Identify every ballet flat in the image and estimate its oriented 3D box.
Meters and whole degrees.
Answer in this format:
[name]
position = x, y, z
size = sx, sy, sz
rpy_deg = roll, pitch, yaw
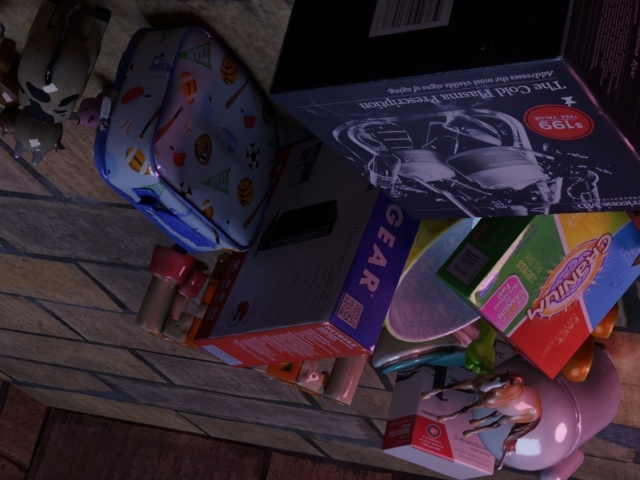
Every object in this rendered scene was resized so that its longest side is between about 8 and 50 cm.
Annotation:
[ballet flat]
position = 0.186, 0.156, 2.034
size = 0.139, 0.139, 0.400
rpy_deg = 2, 178, 29

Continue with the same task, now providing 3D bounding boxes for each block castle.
[block castle]
position = -0.109, 0.144, 2.237
size = 0.453, 0.212, 0.303
rpy_deg = 20, 172, 3

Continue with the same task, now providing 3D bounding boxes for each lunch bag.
[lunch bag]
position = -0.170, -0.122, 1.526
size = 0.115, 0.243, 0.303
rpy_deg = 2, 157, 28

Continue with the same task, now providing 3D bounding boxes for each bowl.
[bowl]
position = 0.173, -0.010, 1.666
size = 0.156, 0.289, 0.289
rpy_deg = 53, -179, 32

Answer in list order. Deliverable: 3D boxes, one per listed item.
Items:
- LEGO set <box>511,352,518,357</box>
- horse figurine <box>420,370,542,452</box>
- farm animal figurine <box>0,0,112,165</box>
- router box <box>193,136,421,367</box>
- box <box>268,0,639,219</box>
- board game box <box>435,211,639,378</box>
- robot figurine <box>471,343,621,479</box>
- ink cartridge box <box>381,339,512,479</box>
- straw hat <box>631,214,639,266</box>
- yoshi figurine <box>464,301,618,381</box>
[LEGO set]
position = 0.457, 0.302, 2.512
size = 0.182, 0.060, 0.244
rpy_deg = 19, 150, -2
[horse figurine]
position = 0.287, 0.266, 1.901
size = 0.174, 0.066, 0.263
rpy_deg = -24, 143, 26
[farm animal figurine]
position = -0.335, -0.185, 1.571
size = 0.330, 0.172, 0.327
rpy_deg = 13, 159, 5
[router box]
position = 0.000, 0.000, 1.592
size = 0.082, 0.335, 0.301
rpy_deg = 37, 150, -28
[box]
position = 0.183, -0.168, 1.262
size = 0.343, 0.179, 0.312
rpy_deg = -2, 155, 38
[board game box]
position = 0.316, 0.031, 1.608
size = 0.064, 0.242, 0.316
rpy_deg = 39, 180, 40
[robot figurine]
position = 0.409, 0.290, 2.137
size = 0.200, 0.300, 0.353
rpy_deg = -14, -175, 43
[ink cartridge box]
position = 0.253, 0.309, 2.323
size = 0.197, 0.272, 0.114
rpy_deg = 23, 154, -21
[straw hat]
position = 0.467, -0.024, 1.603
size = 0.061, 0.144, 0.144
rpy_deg = 57, 155, 3
[yoshi figurine]
position = 0.271, 0.103, 1.854
size = 0.362, 0.203, 0.203
rpy_deg = 22, 169, 5
